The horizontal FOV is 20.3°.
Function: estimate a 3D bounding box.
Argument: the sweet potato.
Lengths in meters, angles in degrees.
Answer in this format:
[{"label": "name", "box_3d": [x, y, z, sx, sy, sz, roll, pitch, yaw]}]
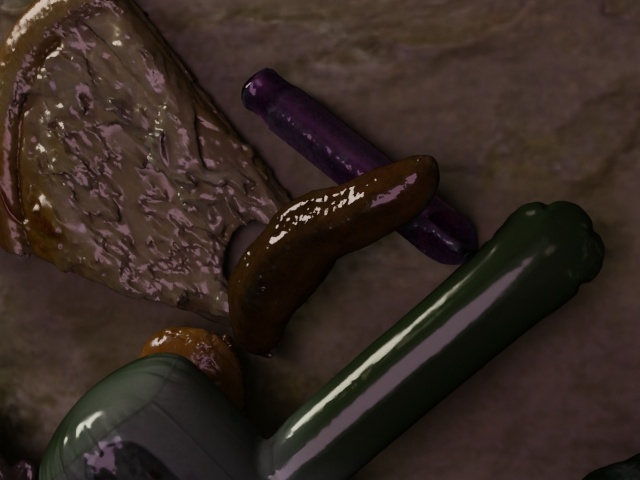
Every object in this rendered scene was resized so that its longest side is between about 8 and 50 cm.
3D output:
[{"label": "sweet potato", "box_3d": [-0.001, -0.001, 1.020, 0.182, 0.053, 0.054, -42, 35, 35]}]

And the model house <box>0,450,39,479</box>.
[{"label": "model house", "box_3d": [-0.281, 0.189, 1.141, 0.229, 0.122, 0.188, -34, 79, 8]}]

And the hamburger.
[{"label": "hamburger", "box_3d": [-0.078, 0.094, 1.091, 0.076, 0.044, 0.083, -5, 86, 26]}]

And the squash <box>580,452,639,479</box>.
[{"label": "squash", "box_3d": [0.188, 0.206, 0.880, 0.218, 0.218, 0.172, 30, 146, 24]}]

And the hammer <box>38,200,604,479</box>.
[{"label": "hammer", "box_3d": [0.018, 0.092, 0.997, 0.335, 0.119, 0.206, -41, 99, 10]}]

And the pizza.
[{"label": "pizza", "box_3d": [-0.121, -0.037, 1.116, 0.262, 0.034, 0.181, 45, 109, 19]}]

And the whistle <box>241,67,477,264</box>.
[{"label": "whistle", "box_3d": [0.023, -0.043, 1.043, 0.176, 0.033, 0.033, 40, 108, 21]}]
